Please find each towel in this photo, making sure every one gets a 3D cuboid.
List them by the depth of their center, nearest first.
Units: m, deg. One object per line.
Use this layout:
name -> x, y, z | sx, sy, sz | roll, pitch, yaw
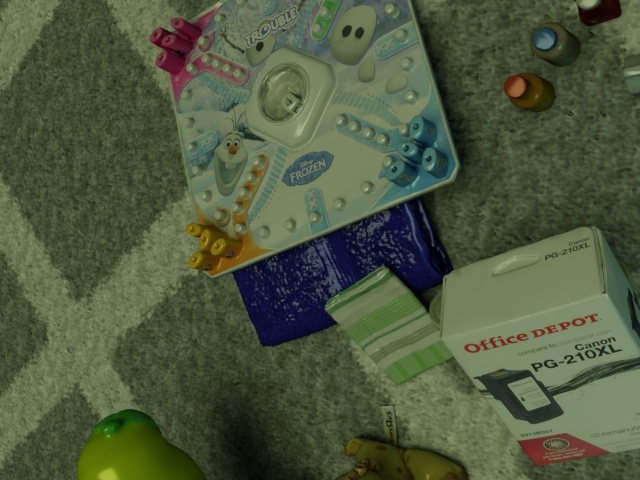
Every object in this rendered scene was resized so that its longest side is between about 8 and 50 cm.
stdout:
towel -> 0.090, 0.114, 0.939 | 0.113, 0.023, 0.152 | -35, 103, 33
towel -> 0.000, 0.000, 0.985 | 0.308, 0.076, 0.227 | -25, 82, 29

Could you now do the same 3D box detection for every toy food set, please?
toy food set -> 0.309, -0.209, 0.767 | 0.232, 0.104, 0.111 | -8, 91, 30

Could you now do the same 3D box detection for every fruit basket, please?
fruit basket -> -0.222, 0.414, 0.955 | 0.392, 0.392, 0.283 | 59, 139, 11

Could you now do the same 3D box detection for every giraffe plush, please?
giraffe plush -> 0.076, 0.333, 0.921 | 0.181, 0.170, 0.210 | -27, 82, 30

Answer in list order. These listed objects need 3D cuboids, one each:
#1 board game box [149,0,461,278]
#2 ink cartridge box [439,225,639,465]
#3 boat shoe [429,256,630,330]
board game box -> -0.050, -0.192, 0.955 | 0.390, 0.050, 0.390 | -22, 72, 29
ink cartridge box -> 0.255, 0.120, 0.768 | 0.172, 0.100, 0.237 | -22, 122, 30
boat shoe -> 0.246, 0.074, 0.858 | 0.228, 0.068, 0.081 | -15, 44, 22
